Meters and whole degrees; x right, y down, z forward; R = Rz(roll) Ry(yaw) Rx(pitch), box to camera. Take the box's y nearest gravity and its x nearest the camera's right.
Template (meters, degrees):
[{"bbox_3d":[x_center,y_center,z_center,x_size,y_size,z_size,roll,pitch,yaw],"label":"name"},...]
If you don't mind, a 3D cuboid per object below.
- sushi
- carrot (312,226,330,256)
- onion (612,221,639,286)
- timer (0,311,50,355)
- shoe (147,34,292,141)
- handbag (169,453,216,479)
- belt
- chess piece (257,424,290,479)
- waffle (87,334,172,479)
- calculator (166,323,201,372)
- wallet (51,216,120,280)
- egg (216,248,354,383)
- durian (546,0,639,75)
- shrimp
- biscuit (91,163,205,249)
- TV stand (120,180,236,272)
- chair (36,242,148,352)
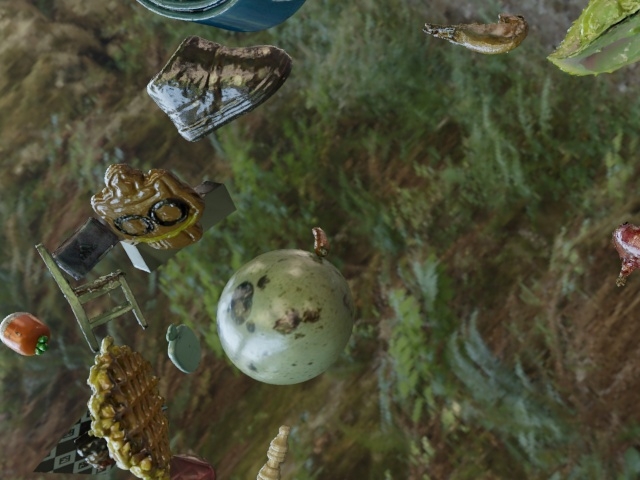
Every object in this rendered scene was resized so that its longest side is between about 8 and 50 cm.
[{"bbox_3d":[-0.457,0.441,1.948,0.047,0.231,0.220,50,-166,32],"label":"sushi"},{"bbox_3d":[0.000,0.000,1.907,0.035,0.035,0.142,45,-168,-23],"label":"carrot"},{"bbox_3d":[0.655,0.039,1.869,0.150,0.140,0.150,27,178,1],"label":"onion"},{"bbox_3d":[-0.729,0.242,2.274,0.136,0.099,0.136,34,-172,-5],"label":"timer"},{"bbox_3d":[-0.272,-0.435,2.372,0.237,0.384,0.171,50,-148,-24],"label":"shoe"},{"bbox_3d":[-0.320,0.599,2.069,0.147,0.225,0.135,14,164,-6],"label":"handbag"},{"bbox_3d":[-0.184,-0.529,1.594,0.437,0.300,0.173,20,-166,38],"label":"belt"},{"bbox_3d":[-0.065,0.324,1.377,0.035,0.092,0.035,19,-172,-3],"label":"chess piece"},{"bbox_3d":[-0.307,0.282,1.496,0.243,0.059,0.237,60,-171,-51],"label":"waffle"},{"bbox_3d":[-0.323,0.254,2.150,0.021,0.095,0.153,2,142,24],"label":"calculator"},{"bbox_3d":[-0.634,0.020,2.443,0.111,0.166,0.030,46,180,-36],"label":"wallet"},{"bbox_3d":[-0.075,0.160,1.930,0.287,0.287,0.379,45,160,7],"label":"egg"},{"bbox_3d":[0.583,-0.409,1.635,0.158,0.352,0.169,51,-155,-6],"label":"durian"},{"bbox_3d":[0.361,-0.476,2.084,0.262,0.117,0.066,26,149,42],"label":"shrimp"},{"bbox_3d":[-0.350,-0.064,1.893,0.290,0.209,0.041,51,-154,-49],"label":"biscuit"},{"bbox_3d":[-0.335,-0.037,2.158,0.088,0.269,0.082,13,136,50],"label":"TV stand"},{"bbox_3d":[-0.510,0.100,2.048,0.270,0.147,0.136,65,166,-6],"label":"chair"}]
